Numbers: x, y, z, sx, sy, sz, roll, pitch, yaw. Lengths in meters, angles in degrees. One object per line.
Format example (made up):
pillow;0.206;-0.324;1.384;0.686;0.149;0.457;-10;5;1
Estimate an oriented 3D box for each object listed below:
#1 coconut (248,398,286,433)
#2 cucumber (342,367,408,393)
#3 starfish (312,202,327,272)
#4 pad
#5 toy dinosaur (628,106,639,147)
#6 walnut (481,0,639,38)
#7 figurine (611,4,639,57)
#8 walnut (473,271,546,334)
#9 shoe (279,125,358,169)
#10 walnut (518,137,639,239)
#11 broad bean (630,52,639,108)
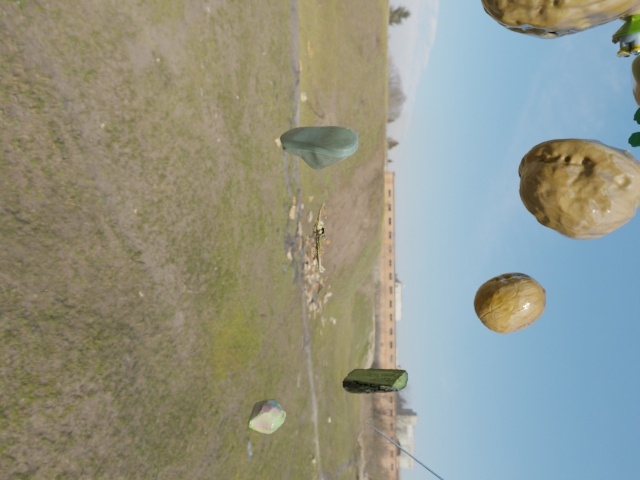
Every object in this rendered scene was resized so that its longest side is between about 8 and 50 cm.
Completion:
coconut;-0.125;0.418;0.977;0.081;0.082;0.083;-64;167;-46
cucumber;0.161;0.413;1.177;0.078;0.211;0.062;-34;101;-40
starfish;-0.002;0.001;1.345;0.138;0.050;0.247;81;12;-66
pad;0.232;0.551;1.046;0.003;0.235;0.158;-54;145;-15
toy dinosaur;0.505;-0.160;0.596;0.059;0.096;0.132;28;-76;56
walnut;0.345;-0.392;0.576;0.198;0.245;0.198;-16;108;-63
figurine;1.024;-0.733;1.313;0.162;0.143;0.263;-147;-119;-66
walnut;0.613;0.199;1.326;0.195;0.222;0.195;51;23;-31
shoe;0.000;-0.185;0.837;0.079;0.195;0.078;-47;138;-28
walnut;0.893;-0.182;1.417;0.383;0.384;0.383;0;90;-82
broad bean;0.801;-0.336;0.958;0.227;0.100;0.169;69;23;-10
